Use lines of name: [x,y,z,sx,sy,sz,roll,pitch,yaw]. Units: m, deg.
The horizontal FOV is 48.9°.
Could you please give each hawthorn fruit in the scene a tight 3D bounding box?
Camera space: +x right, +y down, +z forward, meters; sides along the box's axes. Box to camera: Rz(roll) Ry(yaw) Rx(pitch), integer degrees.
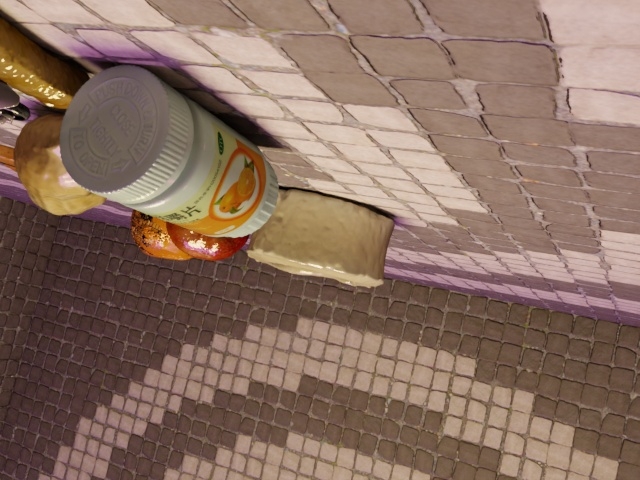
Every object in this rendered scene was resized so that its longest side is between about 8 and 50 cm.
hawthorn fruit: [-0.230,-0.049,1.477,0.179,0.179,0.200,14,-173,-8]

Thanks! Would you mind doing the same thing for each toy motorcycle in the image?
toy motorcycle: [-0.528,-0.219,0.981,0.225,0.073,0.152,15,171,-9]

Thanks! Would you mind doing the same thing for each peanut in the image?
peanut: [-0.449,-0.131,1.237,0.174,0.158,0.340,35,167,-6]

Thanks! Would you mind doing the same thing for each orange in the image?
orange: [-0.410,-0.037,1.962,0.234,0.182,0.234,4,164,1]

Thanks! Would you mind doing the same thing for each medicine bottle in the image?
medicine bottle: [-0.180,-0.099,0.941,0.158,0.158,0.318,11,174,22]

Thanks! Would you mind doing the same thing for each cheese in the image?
cheese: [0.002,0.003,1.504,0.292,0.153,0.332,13,175,2]

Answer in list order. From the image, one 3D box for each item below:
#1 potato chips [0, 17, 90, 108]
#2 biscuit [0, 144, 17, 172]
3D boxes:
potato chips: [-0.342,-0.214,0.702,0.080,0.057,0.407,-1,172,5]
biscuit: [-0.674,-0.173,1.801,0.334,0.047,0.202,13,171,1]
